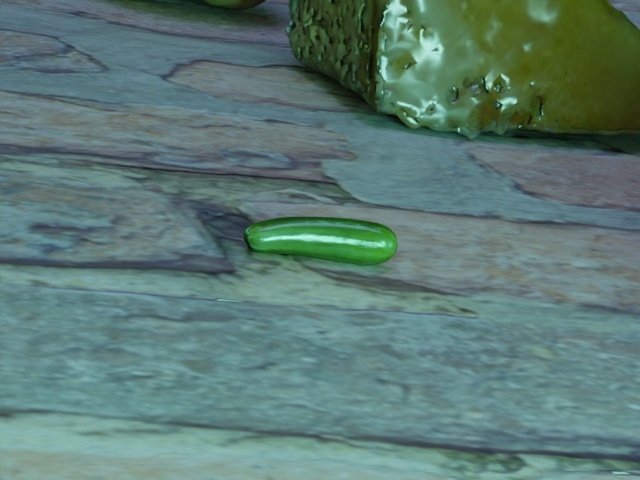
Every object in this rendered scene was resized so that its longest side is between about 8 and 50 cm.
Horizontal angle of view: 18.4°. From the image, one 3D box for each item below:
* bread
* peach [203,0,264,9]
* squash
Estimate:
[{"bbox_3d":[0.146,-0.228,1.599,0.315,0.279,0.248,-9,14,-19],"label":"bread"},{"bbox_3d":[-0.115,-0.331,1.845,0.232,0.232,0.232,10,16,-3],"label":"peach"},{"bbox_3d":[0.000,-0.001,1.122,0.089,0.027,0.027,6,16,-10],"label":"squash"}]
